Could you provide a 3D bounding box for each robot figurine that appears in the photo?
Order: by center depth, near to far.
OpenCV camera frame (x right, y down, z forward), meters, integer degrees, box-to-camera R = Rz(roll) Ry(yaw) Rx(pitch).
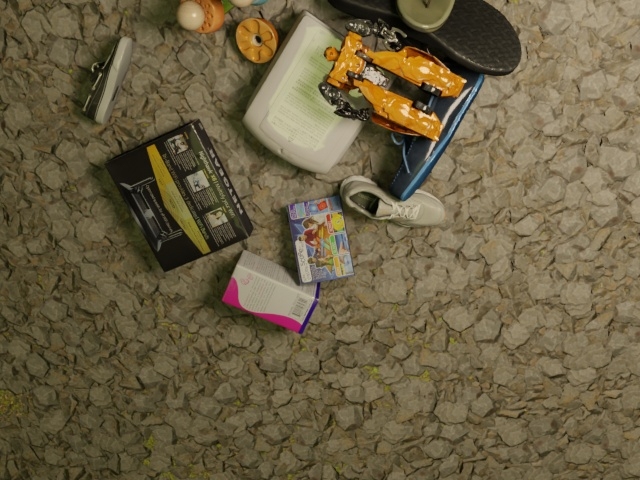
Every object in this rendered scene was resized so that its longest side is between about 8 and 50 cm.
[{"bbox_3d":[0.139,-0.328,1.338,0.291,0.085,0.211,25,98,-5],"label":"robot figurine"}]

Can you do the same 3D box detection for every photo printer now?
[{"bbox_3d":[-0.013,-0.319,1.458,0.256,0.107,0.307,31,109,-8],"label":"photo printer"}]

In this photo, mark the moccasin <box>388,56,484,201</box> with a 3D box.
[{"bbox_3d":[0.243,-0.255,1.467,0.117,0.138,0.342,32,92,10],"label":"moccasin"}]

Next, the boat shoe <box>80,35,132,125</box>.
[{"bbox_3d":[-0.499,-0.376,1.485,0.070,0.078,0.219,26,111,-7],"label":"boat shoe"}]

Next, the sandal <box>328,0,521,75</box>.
[{"bbox_3d":[0.222,-0.473,1.384,0.446,0.107,0.167,27,69,6],"label":"sandal"}]

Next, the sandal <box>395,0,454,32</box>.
[{"bbox_3d":[0.245,-0.562,1.304,0.120,0.086,0.303,26,81,6],"label":"sandal"}]

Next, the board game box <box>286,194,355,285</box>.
[{"bbox_3d":[0.000,0.000,1.575,0.136,0.035,0.201,-10,88,7],"label":"board game box"}]

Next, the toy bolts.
[{"bbox_3d":[-0.170,-0.473,1.340,0.228,0.158,0.218,-28,108,41],"label":"toy bolts"}]

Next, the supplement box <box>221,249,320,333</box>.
[{"bbox_3d":[-0.122,0.129,1.624,0.220,0.114,0.111,24,110,-6],"label":"supplement box"}]

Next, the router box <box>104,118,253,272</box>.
[{"bbox_3d":[-0.340,-0.106,1.569,0.243,0.081,0.309,-21,107,11],"label":"router box"}]

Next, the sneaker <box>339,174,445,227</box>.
[{"bbox_3d":[0.171,-0.075,1.527,0.262,0.121,0.099,13,111,-1],"label":"sneaker"}]
